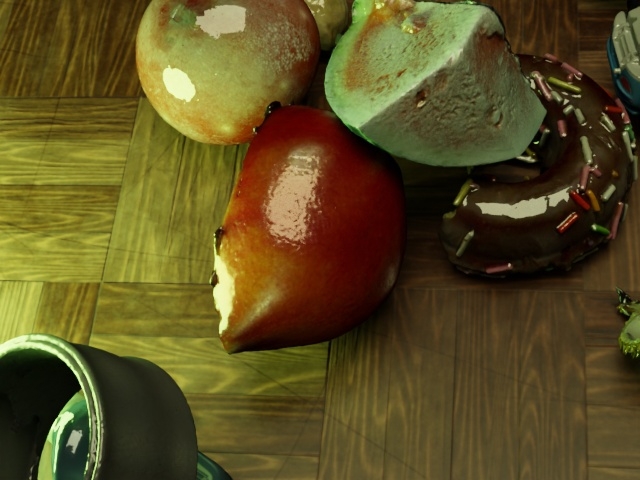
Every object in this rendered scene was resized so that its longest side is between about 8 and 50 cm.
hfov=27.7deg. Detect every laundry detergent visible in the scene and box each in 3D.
[{"bbox_3d":[-0.247,0.284,1.628,0.289,0.094,0.143,30,78,27],"label":"laundry detergent"}]

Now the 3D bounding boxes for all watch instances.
[{"bbox_3d":[-0.312,0.282,1.471,0.335,0.314,0.327,-25,59,31],"label":"watch"}]

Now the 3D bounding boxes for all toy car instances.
[{"bbox_3d":[0.556,-0.249,1.808,0.314,0.166,0.198,-1,48,-3],"label":"toy car"}]

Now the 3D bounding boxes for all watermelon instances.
[{"bbox_3d":[0.128,-0.220,1.642,0.320,0.214,0.289,48,46,11],"label":"watermelon"}]

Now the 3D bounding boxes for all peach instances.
[{"bbox_3d":[0.000,0.000,1.667,0.201,0.258,0.362,8,55,19],"label":"peach"}]

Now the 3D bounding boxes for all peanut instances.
[{"bbox_3d":[-0.024,-0.406,2.015,0.111,0.125,0.275,-11,55,-18],"label":"peanut"}]

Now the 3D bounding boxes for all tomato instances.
[{"bbox_3d":[-0.141,-0.273,1.871,0.270,0.227,0.270,-6,73,21],"label":"tomato"}]

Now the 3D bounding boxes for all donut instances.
[{"bbox_3d":[0.301,-0.109,1.776,0.259,0.136,0.345,2,59,13],"label":"donut"}]

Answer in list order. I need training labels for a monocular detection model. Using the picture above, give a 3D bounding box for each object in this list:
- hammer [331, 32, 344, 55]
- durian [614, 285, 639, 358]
[{"bbox_3d":[0.089,-0.364,1.944,0.168,0.044,0.440,11,41,-14],"label":"hammer"},{"bbox_3d":[0.478,0.109,1.617,0.193,0.138,0.237,-47,22,-22],"label":"durian"}]
